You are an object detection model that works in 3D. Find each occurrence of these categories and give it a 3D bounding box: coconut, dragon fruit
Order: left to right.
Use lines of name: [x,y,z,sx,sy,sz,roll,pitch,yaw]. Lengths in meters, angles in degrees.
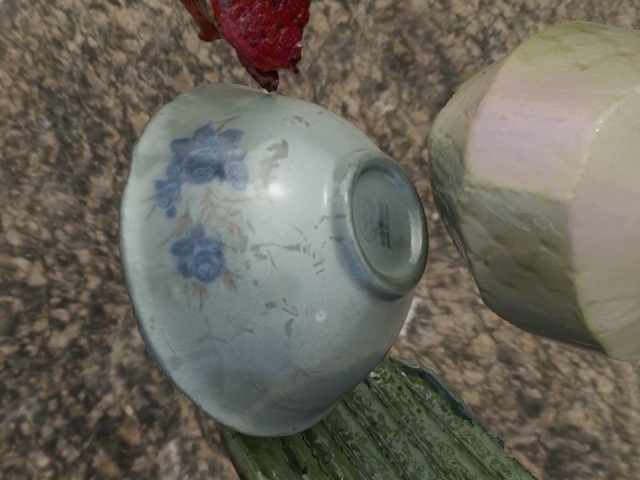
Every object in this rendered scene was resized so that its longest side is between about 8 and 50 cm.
dragon fruit: [-0.082,-0.265,0.694,0.126,0.161,0.274,-5,118,-35]
coconut: [0.214,-0.035,0.655,0.259,0.259,0.259,0,86,-5]

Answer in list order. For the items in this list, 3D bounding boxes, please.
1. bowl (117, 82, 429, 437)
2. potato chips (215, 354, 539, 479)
bowl: [0.000,0.000,0.722,0.313,0.146,0.313,19,65,-46]
potato chips: [0.084,0.252,0.870,0.429,0.358,0.070,49,124,18]
